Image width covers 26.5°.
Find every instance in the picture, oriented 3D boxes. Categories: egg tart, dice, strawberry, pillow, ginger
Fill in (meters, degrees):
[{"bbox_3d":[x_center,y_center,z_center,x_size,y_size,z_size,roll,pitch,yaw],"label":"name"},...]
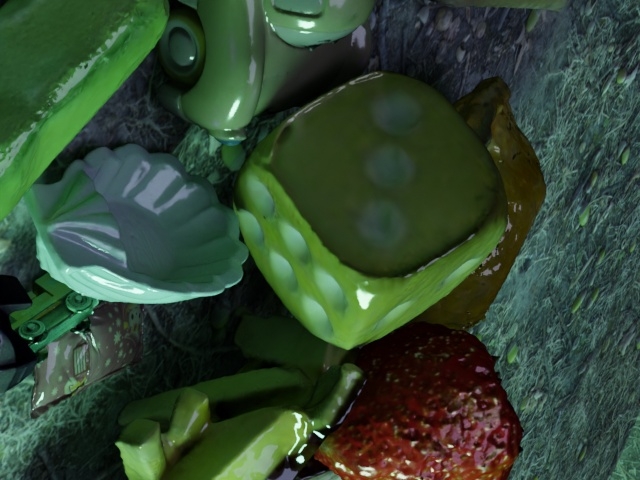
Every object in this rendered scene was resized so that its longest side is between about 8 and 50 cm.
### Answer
[{"bbox_3d":[0.197,-0.012,1.915,0.443,0.178,0.443,-63,171,-19],"label":"egg tart"},{"bbox_3d":[0.054,-0.033,1.556,0.233,0.238,0.227,-30,165,-24],"label":"dice"},{"bbox_3d":[0.110,0.231,1.722,0.277,0.257,0.257,-13,122,-36],"label":"strawberry"},{"bbox_3d":[-0.268,0.120,1.557,0.185,0.043,0.118,-25,124,-51],"label":"pillow"},{"bbox_3d":[-0.122,0.206,1.650,0.358,0.211,0.413,-52,-169,18],"label":"ginger"}]

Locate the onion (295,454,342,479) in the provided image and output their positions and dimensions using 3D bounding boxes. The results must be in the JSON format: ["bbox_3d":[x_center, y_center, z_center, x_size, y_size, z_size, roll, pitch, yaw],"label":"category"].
[{"bbox_3d":[-0.057,0.341,1.907,0.314,0.146,0.280,-43,150,25],"label":"onion"}]

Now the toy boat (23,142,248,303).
[{"bbox_3d":[-0.206,-0.004,1.462,0.100,0.199,0.290,-42,158,27],"label":"toy boat"}]

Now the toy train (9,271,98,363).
[{"bbox_3d":[-0.297,0.082,1.450,0.122,0.081,0.050,-35,146,-38],"label":"toy train"}]

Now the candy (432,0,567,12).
[{"bbox_3d":[0.236,-0.411,1.852,0.321,0.135,0.179,-11,118,-53],"label":"candy"}]

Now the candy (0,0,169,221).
[{"bbox_3d":[-0.285,-0.139,1.291,0.343,0.132,0.142,-52,-172,-18],"label":"candy"}]

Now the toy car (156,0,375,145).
[{"bbox_3d":[-0.022,-0.277,1.474,0.242,0.226,0.335,-23,129,-47],"label":"toy car"}]

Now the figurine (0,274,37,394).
[{"bbox_3d":[-0.397,0.089,1.222,0.308,0.309,0.143,-2,72,-55],"label":"figurine"}]
